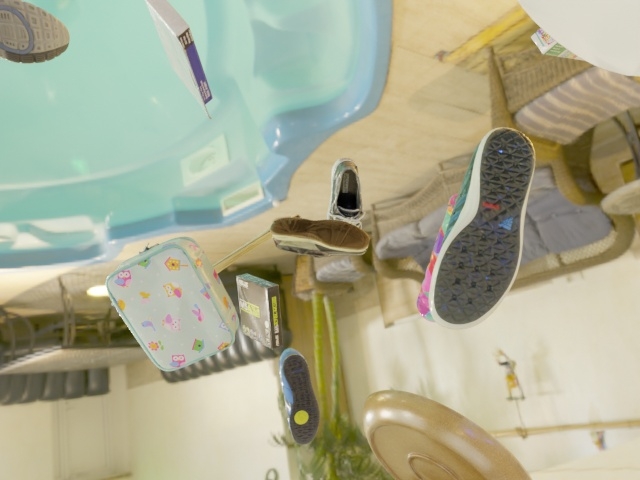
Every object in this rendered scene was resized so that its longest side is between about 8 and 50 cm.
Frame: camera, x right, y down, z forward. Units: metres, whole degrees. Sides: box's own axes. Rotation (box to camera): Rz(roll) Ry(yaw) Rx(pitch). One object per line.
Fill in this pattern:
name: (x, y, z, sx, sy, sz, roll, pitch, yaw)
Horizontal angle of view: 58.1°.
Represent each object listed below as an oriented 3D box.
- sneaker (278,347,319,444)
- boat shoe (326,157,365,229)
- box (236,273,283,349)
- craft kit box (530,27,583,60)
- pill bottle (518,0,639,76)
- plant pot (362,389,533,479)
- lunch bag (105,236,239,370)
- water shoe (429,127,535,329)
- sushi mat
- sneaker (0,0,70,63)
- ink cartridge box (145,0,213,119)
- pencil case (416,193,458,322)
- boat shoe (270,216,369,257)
sneaker: (-0.049, 0.340, 1.271, 0.069, 0.210, 0.082, -11, -175, -13)
boat shoe: (0.082, -0.088, 1.729, 0.113, 0.307, 0.105, 1, -153, -8)
box: (-0.179, 0.203, 1.684, 0.045, 0.184, 0.190, -14, -164, -33)
craft kit box: (0.604, -0.488, 1.212, 0.249, 0.061, 0.246, -15, 158, -45)
pill bottle: (0.325, -0.323, 0.399, 0.408, 0.229, 0.229, -46, 160, 2)
plant pot: (0.145, 0.277, 0.703, 0.032, 0.236, 0.236, -48, -172, -33)
lunch bag: (-0.328, 0.138, 1.274, 0.223, 0.279, 0.108, -24, -165, 10)
water shoe: (0.160, -0.008, 0.568, 0.072, 0.203, 0.080, 21, 174, 5)
sushi mat: (-0.197, 0.029, 1.423, 0.316, 0.019, 0.151, -31, 179, 22)
sneaker: (-0.606, -0.383, 1.021, 0.296, 0.111, 0.129, -1, -156, -26)
ink cartridge box: (-0.316, -0.432, 1.351, 0.045, 0.224, 0.223, -30, 152, -12)
pencil case: (0.232, 0.033, 0.961, 0.104, 0.104, 0.237, -4, 127, -19)
boat shoe: (0.000, 0.000, 0.866, 0.152, 0.056, 0.049, 12, 138, 17)
